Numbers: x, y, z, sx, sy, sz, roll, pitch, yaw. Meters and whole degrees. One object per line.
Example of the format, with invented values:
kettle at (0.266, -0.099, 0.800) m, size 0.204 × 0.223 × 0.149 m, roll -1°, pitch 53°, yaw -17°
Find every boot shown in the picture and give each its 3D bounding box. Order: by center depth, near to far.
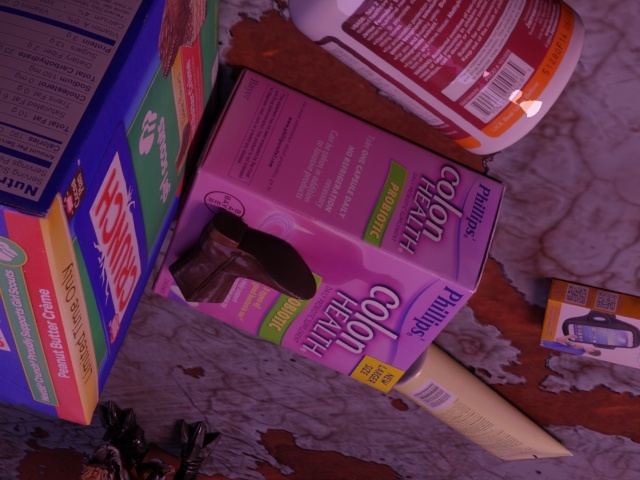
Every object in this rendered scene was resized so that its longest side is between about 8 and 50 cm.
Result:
boot at (-0.067, 0.033, 1.040) m, size 0.106 × 0.037 × 0.114 m, roll 39°, pitch 141°, yaw -3°

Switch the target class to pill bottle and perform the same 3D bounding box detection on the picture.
pill bottle at (0.056, -0.162, 0.834) m, size 0.221 × 0.121 × 0.121 m, roll 33°, pitch 144°, yaw -19°

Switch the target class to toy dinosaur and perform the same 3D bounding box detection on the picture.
toy dinosaur at (-0.247, 0.335, 1.611) m, size 0.164 × 0.218 × 0.322 m, roll 22°, pitch 146°, yaw -4°

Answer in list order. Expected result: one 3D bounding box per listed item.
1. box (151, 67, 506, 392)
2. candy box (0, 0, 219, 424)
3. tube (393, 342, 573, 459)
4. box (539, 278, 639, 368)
box at (0.000, 0.000, 1.097) m, size 0.243 × 0.117 × 0.213 m, roll 23°, pitch 146°, yaw -5°
candy box at (-0.171, -0.074, 0.900) m, size 0.122 × 0.317 × 0.268 m, roll 16°, pitch 147°, yaw 6°
tube at (0.161, 0.178, 1.327) m, size 0.240 × 0.062 × 0.070 m, roll 38°, pitch -173°, yaw -32°
box at (0.272, 0.081, 1.151) m, size 0.136 × 0.028 × 0.081 m, roll 14°, pitch 146°, yaw 13°
